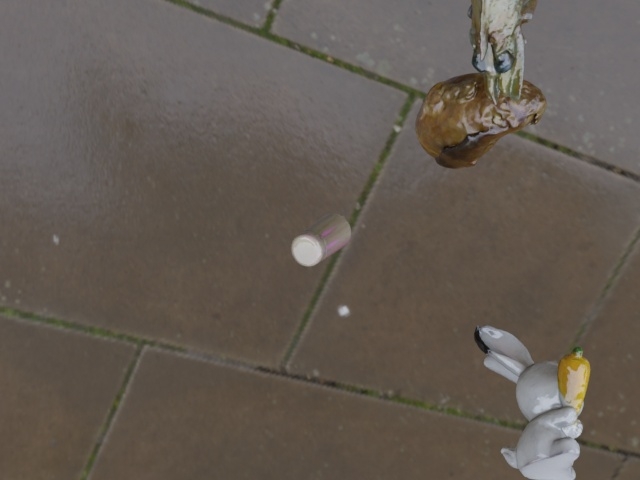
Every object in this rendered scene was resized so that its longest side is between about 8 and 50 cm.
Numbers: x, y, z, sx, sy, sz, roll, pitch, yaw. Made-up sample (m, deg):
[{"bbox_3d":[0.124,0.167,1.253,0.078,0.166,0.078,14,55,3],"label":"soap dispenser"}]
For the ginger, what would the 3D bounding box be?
[{"bbox_3d":[0.272,-0.224,1.825,0.172,0.321,0.165,8,82,-19],"label":"ginger"}]

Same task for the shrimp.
[{"bbox_3d":[0.220,-0.312,1.105,0.168,0.077,0.317,-16,115,-51],"label":"shrimp"}]

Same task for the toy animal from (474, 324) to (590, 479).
[{"bbox_3d":[0.246,0.174,1.135,0.127,0.182,0.131,-7,145,12],"label":"toy animal"}]

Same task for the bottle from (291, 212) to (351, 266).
[{"bbox_3d":[0.000,0.000,1.170,0.045,0.096,0.045,7,109,22],"label":"bottle"}]
